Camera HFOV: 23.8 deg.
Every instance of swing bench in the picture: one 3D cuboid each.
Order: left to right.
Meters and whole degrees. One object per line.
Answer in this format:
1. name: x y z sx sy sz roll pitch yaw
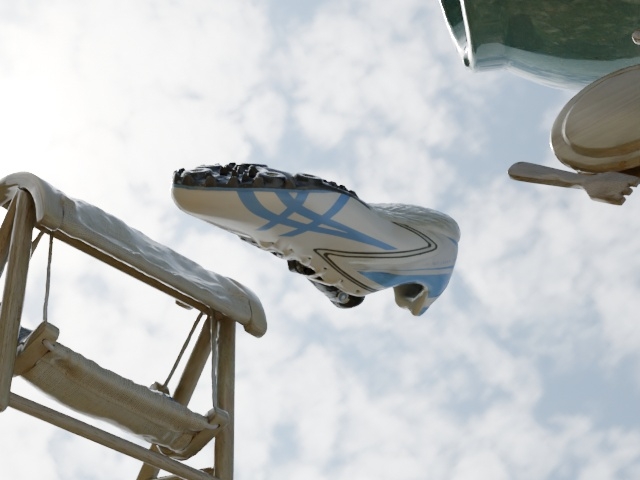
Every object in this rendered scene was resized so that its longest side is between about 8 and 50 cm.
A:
1. swing bench: -0.196 0.090 1.386 0.253 0.254 0.165 29 -30 -32

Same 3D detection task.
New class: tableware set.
1. tableware set: 0.200 -0.046 0.750 0.194 0.128 0.039 17 -33 50

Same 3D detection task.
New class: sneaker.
1. sneaker: 0.000 0.000 1.036 0.085 0.237 0.086 18 -88 54

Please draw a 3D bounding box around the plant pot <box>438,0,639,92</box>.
1. plant pot: 0.173 -0.225 1.068 0.196 0.293 0.293 -17 -77 1
